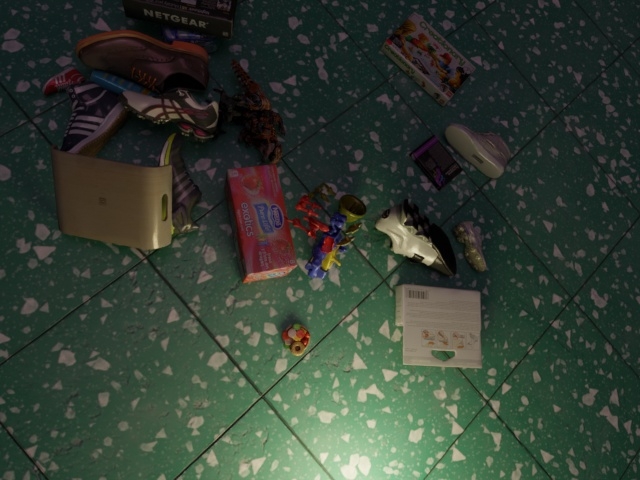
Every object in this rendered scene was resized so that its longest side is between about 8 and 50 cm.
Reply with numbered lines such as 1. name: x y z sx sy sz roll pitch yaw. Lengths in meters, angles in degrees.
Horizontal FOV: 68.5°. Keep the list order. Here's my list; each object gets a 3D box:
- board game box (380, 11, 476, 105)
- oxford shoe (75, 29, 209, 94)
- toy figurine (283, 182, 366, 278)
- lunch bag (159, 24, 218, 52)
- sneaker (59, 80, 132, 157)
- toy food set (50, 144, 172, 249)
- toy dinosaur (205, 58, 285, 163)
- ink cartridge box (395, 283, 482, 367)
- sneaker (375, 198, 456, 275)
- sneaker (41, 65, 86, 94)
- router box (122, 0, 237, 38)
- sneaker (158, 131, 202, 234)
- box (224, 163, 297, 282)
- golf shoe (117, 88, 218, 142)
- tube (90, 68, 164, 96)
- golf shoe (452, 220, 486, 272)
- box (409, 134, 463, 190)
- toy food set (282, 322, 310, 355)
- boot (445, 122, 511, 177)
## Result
1. board game box: 0.387 -0.649 1.681 0.305 0.053 0.193 41 70 -3
2. oxford shoe: -0.499 -0.500 1.345 0.363 0.130 0.133 -3 73 -21
3. toy figurine: 0.000 0.000 1.382 0.191 0.217 0.363 23 27 5
4. lunch bag: -0.411 -0.689 1.454 0.175 0.090 0.219 -6 78 -14
5. sneaker: -0.664 -0.316 1.284 0.153 0.099 0.282 37 63 -9
6. toy food set: -0.535 -0.113 1.207 0.305 0.092 0.220 10 113 4
7. toy dinosaur: -0.222 -0.382 1.425 0.218 0.164 0.322 -14 62 -33
8. ink cartridge box: 0.366 0.265 1.451 0.274 0.060 0.239 7 76 -14
9. sneaker: 0.302 0.008 1.478 0.330 0.146 0.123 42 42 -25
10. sneaker: -0.720 -0.437 1.330 0.067 0.042 0.118 40 68 0
11. router box: -0.397 -0.747 1.381 0.308 0.081 0.243 8 72 -11
12. sneaker: -0.398 -0.156 1.328 0.121 0.111 0.300 2 84 -22
13. box: -0.175 -0.044 1.329 0.142 0.154 0.300 -9 78 -18
14. golf shoe: -0.418 -0.376 1.314 0.272 0.105 0.120 19 108 -14
15. tube: -0.557 -0.438 1.371 0.206 0.052 0.080 18 47 -12
16. golf shoe: 0.513 0.015 1.550 0.085 0.069 0.176 -21 84 -25
17. box: 0.394 -0.265 1.603 0.116 0.029 0.162 -38 88 -19
18. toy food set: -0.069 0.280 1.347 0.082 0.020 0.083 40 70 -3
19. boot: 0.553 -0.340 1.641 0.258 0.095 0.123 40 64 -12
